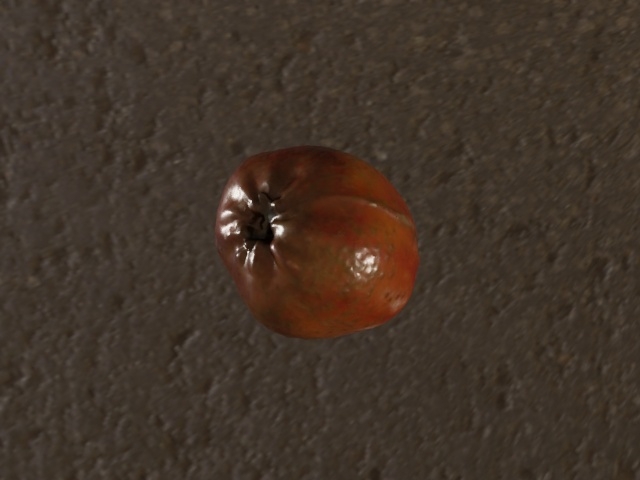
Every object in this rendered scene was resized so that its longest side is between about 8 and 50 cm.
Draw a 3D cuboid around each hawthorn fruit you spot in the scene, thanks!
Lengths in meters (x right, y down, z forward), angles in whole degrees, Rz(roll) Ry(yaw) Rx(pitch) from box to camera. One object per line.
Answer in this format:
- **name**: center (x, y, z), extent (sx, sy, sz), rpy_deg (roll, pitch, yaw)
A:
- **hawthorn fruit**: center (0.000, 0.000, 0.788), extent (0.128, 0.128, 0.128), rpy_deg (7, 106, 23)
